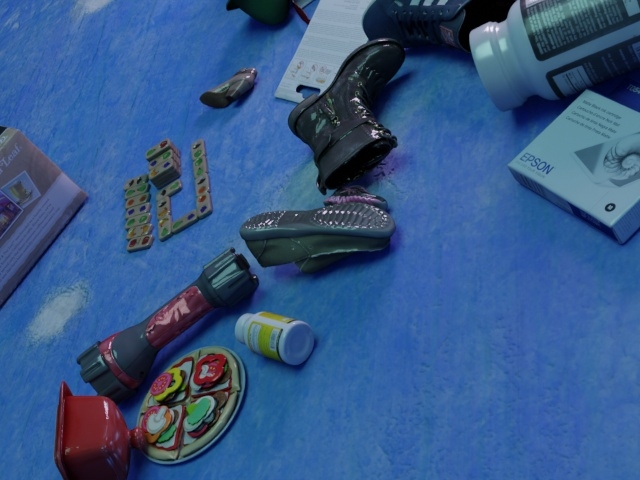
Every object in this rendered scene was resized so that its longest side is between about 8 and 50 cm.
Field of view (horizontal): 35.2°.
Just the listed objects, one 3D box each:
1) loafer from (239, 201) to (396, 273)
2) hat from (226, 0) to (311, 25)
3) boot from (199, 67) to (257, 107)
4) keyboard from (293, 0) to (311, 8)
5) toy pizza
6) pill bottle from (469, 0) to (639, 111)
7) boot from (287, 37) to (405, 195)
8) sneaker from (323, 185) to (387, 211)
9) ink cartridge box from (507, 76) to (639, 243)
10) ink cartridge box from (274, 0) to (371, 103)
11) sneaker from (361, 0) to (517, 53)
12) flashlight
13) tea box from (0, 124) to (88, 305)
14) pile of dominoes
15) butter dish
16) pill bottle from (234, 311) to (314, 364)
[{"bbox_3d":[0.000,0.000,1.543,0.251,0.087,0.094,-1,26,27],"label":"loafer"},{"bbox_3d":[-0.079,-0.463,2.103,0.173,0.183,0.208,-36,2,20],"label":"hat"},{"bbox_3d":[-0.180,-0.309,2.024,0.118,0.042,0.087,5,50,41],"label":"boot"},{"bbox_3d":[-0.053,-0.570,2.192,0.072,0.014,0.256,-40,37,10],"label":"keyboard"},{"bbox_3d":[-0.200,0.238,1.505,0.201,0.032,0.201,-23,41,22],"label":"toy pizza"},{"bbox_3d":[0.367,-0.296,1.445,0.278,0.162,0.162,-20,42,24],"label":"pill bottle"},{"bbox_3d":[0.072,-0.201,1.658,0.263,0.091,0.229,-42,36,5],"label":"boot"},{"bbox_3d":[0.061,-0.067,1.581,0.119,0.047,0.057,6,46,42],"label":"sneaker"},{"bbox_3d":[0.399,-0.126,1.346,0.224,0.045,0.223,-43,38,-4],"label":"ink cartridge box"},{"bbox_3d":[0.031,-0.351,1.891,0.189,0.066,0.232,23,90,49],"label":"ink cartridge box"},{"bbox_3d":[0.209,-0.364,1.669,0.350,0.131,0.148,-7,44,35],"label":"sneaker"},{"bbox_3d":[-0.236,0.134,1.587,0.304,0.103,0.103,-37,64,4],"label":"flashlight"},{"bbox_3d":[-0.721,-0.057,2.080,0.324,0.220,0.329,16,65,48],"label":"tea box"},{"bbox_3d":[-0.303,-0.094,1.912,0.196,0.040,0.251,-30,39,13],"label":"pile of dominoes"},{"bbox_3d":[-0.317,0.299,1.477,0.118,0.159,0.160,-11,41,-1],"label":"butter dish"},{"bbox_3d":[-0.070,0.139,1.467,0.116,0.065,0.065,11,61,45],"label":"pill bottle"}]
